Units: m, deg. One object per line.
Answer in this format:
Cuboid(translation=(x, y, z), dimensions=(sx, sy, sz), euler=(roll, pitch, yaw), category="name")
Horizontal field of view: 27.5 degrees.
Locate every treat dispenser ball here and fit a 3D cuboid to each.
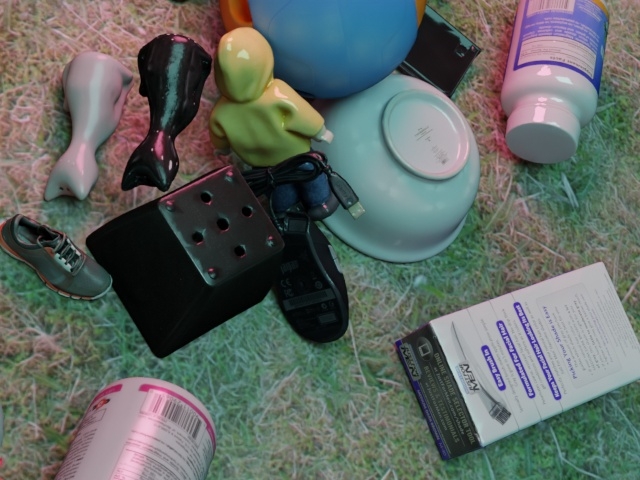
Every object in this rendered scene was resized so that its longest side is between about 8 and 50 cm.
Cuboid(translation=(0.003, -0.340, 1.807), dimensions=(0.288, 0.288, 0.288), euler=(11, 64, -24), category="treat dispenser ball")

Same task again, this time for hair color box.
Cuboid(translation=(0.293, 0.168, 1.871), dimensions=(0.339, 0.110, 0.185), euler=(-15, 78, -34), category="hair color box")

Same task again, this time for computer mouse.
Cuboid(translation=(0.000, 0.000, 1.736), dimensions=(0.262, 0.184, 0.060), euler=(62, 34, -8), category="computer mouse")

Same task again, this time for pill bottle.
Cuboid(translation=(-0.225, 0.300, 1.457), dimensions=(0.160, 0.160, 0.283), euler=(34, 35, -11), category="pill bottle")
Cuboid(translation=(0.367, -0.262, 2.067), dimensions=(0.152, 0.152, 0.272), euler=(23, 61, -17), category="pill bottle")

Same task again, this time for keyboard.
Cuboid(translation=(0.119, -0.379, 2.060), dimensions=(0.317, 0.033, 0.201), euler=(38, 64, -9), category="keyboard")

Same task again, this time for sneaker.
Cuboid(translation=(-0.328, 0.020, 1.632), dimensions=(0.158, 0.065, 0.061), euler=(30, 58, -13), category="sneaker")

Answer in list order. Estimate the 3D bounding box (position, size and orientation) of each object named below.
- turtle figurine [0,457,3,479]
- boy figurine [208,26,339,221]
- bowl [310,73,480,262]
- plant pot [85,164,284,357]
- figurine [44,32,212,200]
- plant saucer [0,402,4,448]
Cuboid(translation=(-0.438, 0.285, 1.414), dimensions=(0.234, 0.175, 0.118), euler=(25, 34, -16), category="turtle figurine")
Cuboid(translation=(-0.076, -0.152, 1.748), dimensions=(0.285, 0.177, 0.092), euler=(63, 34, -27), category="boy figurine")
Cuboid(translation=(0.122, -0.128, 1.893), dimensions=(0.298, 0.134, 0.297), euler=(10, 65, -23), category="bowl")
Cuboid(translation=(-0.155, 0.008, 1.668), dimensions=(0.187, 0.167, 0.188), euler=(-29, 83, -34), category="plant pot")
Cuboid(translation=(-0.256, -0.145, 1.678), dimensions=(0.092, 0.215, 0.209), euler=(41, 51, -49), category="figurine")
Cuboid(translation=(-0.457, 0.206, 1.502), dimensions=(0.195, 0.037, 0.194), euler=(11, 64, -23), category="plant saucer")
